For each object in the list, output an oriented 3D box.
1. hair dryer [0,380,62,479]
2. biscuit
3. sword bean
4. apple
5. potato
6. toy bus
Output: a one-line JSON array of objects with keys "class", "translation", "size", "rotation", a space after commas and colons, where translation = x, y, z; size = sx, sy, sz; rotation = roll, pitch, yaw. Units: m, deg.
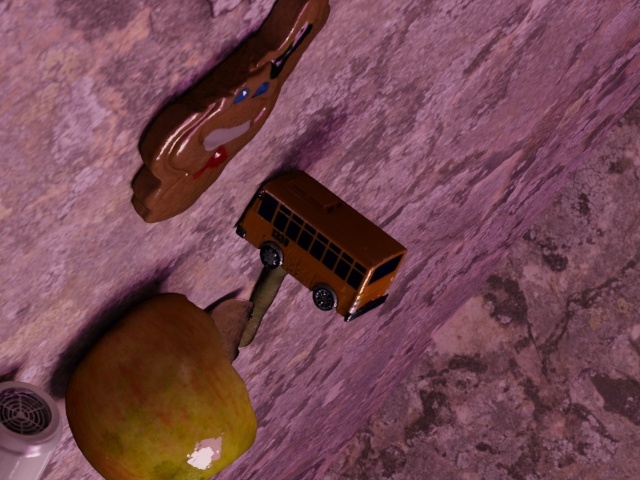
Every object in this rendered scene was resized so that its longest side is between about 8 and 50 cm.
[{"class": "hair dryer", "translation": [-0.359, 0.337, 1.634], "size": [0.108, 0.357, 0.173], "rotation": [15, 130, -21]}, {"class": "biscuit", "translation": [-0.095, -0.142, 1.565], "size": [0.319, 0.047, 0.183], "rotation": [-49, 167, 9]}, {"class": "sword bean", "translation": [-0.081, 0.078, 2.176], "size": [0.043, 0.038, 0.269], "rotation": [-40, 166, -39]}, {"class": "apple", "translation": [-0.188, 0.204, 1.863], "size": [0.246, 0.226, 0.246], "rotation": [-41, 167, -12]}, {"class": "potato", "translation": [-0.170, 0.150, 2.093], "size": [0.101, 0.089, 0.172], "rotation": [-33, -148, 49]}, {"class": "toy bus", "translation": [0.000, 0.000, 1.894], "size": [0.098, 0.201, 0.114], "rotation": [-25, 146, -51]}]
